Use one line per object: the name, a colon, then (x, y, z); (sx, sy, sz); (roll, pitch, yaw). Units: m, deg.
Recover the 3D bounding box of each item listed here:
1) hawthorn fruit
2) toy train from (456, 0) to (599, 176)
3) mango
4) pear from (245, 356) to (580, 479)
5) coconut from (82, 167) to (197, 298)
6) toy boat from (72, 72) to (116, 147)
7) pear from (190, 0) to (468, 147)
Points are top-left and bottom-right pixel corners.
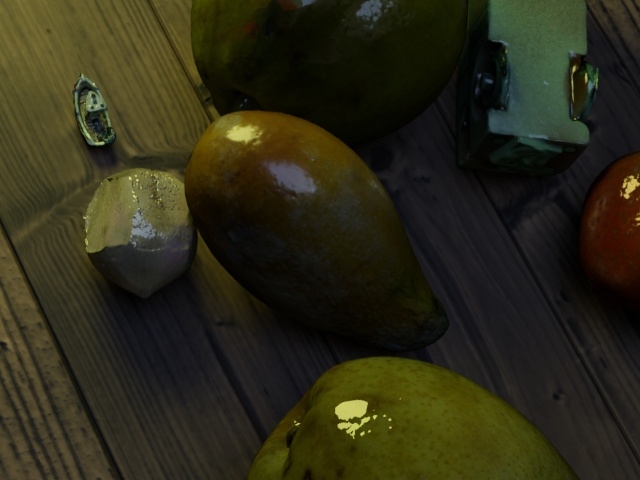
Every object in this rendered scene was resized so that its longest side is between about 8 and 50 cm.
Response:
hawthorn fruit: (0.357, -0.006, 1.474); (0.189, 0.189, 0.189); (6, 66, -14)
toy train: (0.222, -0.222, 1.538); (0.129, 0.159, 0.326); (7, 69, -11)
mango: (0.000, 0.000, 1.342); (0.316, 0.192, 0.146); (41, 57, -28)
pear: (0.077, 0.243, 1.214); (0.303, 0.304, 0.304); (6, 66, -14)
coconut: (-0.172, -0.003, 1.349); (0.110, 0.110, 0.124); (2, 61, -16)
toy boat: (-0.232, -0.132, 1.428); (0.038, 0.038, 0.083); (-15, 73, -22)
pear: (0.013, -0.227, 1.422); (0.269, 0.269, 0.321); (44, 63, 5)
